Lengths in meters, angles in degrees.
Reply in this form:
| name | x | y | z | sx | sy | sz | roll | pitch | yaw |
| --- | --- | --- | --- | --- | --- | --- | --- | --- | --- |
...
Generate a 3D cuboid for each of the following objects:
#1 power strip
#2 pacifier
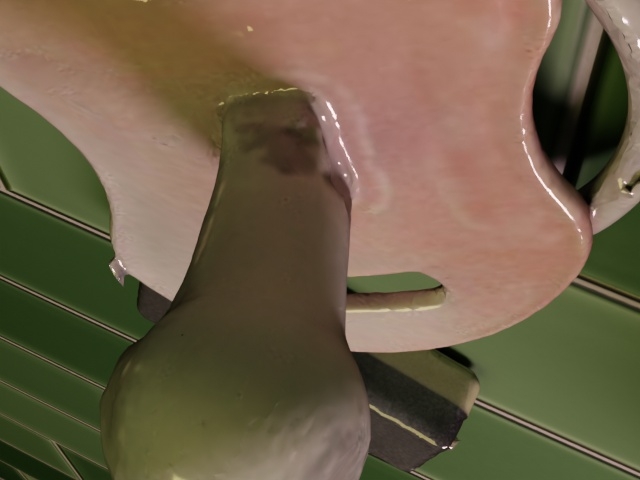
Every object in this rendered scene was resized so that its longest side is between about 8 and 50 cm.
| name | x | y | z | sx | sy | sz | roll | pitch | yaw |
| --- | --- | --- | --- | --- | --- | --- | --- | --- | --- |
| power strip | -0.008 | 0.076 | 0.772 | 0.257 | 0.070 | 0.105 | 32 | 156 | 1 |
| pacifier | -0.012 | -0.023 | 0.441 | 0.220 | 0.273 | 0.332 | 33 | 159 | 35 |
